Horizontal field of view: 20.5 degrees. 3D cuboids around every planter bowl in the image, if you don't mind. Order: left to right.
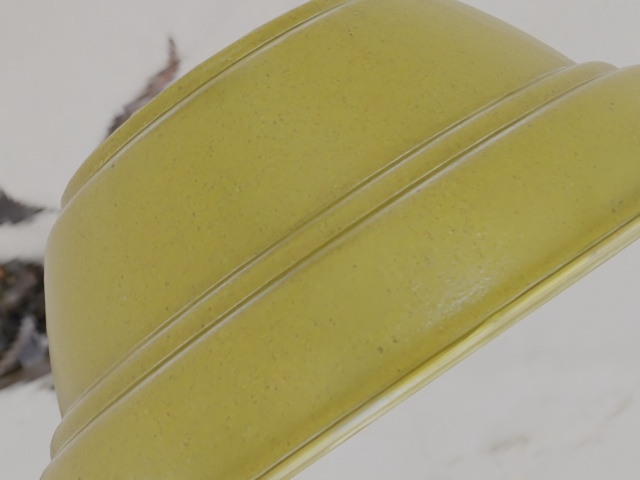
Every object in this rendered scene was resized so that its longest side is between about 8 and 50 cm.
[{"bbox_3d":[0.000,0.000,0.439,0.217,0.090,0.217,-33,174,-4],"label":"planter bowl"}]
